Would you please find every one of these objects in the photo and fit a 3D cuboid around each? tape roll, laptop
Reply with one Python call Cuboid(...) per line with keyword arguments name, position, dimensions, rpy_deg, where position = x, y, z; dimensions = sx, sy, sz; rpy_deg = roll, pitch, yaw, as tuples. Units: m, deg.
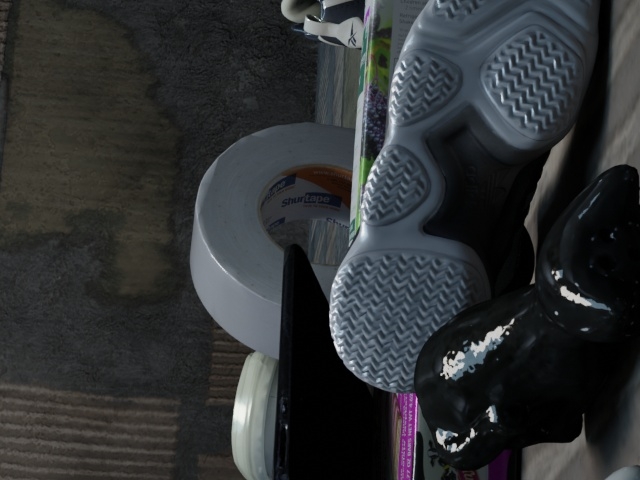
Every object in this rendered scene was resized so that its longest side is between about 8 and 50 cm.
Cuboid(name="tape roll", position=(0.000, 0.000, 1.314), dimensions=(0.072, 0.219, 0.219), rpy_deg=(101, 172, -49))
Cuboid(name="laptop", position=(-0.077, 0.287, 1.171), dimensions=(0.382, 0.236, 0.408), rpy_deg=(67, -160, -49))

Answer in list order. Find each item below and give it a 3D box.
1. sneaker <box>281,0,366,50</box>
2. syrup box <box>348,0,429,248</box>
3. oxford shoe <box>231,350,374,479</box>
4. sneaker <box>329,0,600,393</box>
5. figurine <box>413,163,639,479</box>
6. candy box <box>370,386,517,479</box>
Cuboid(name="sneaker", position=(0.026, -0.287, 1.701), dimensions=(0.094, 0.153, 0.235), rpy_deg=(101, 172, -47))
Cuboid(name="syrup box", position=(0.077, -0.103, 1.201), dimensions=(0.093, 0.096, 0.236), rpy_deg=(134, 139, -84))
Cuboid(name="oxford shoe", position=(0.022, 0.208, 1.515), dimensions=(0.449, 0.130, 0.169), rpy_deg=(61, -146, -70))
Cuboid(name="sneaker", position=(0.090, -0.044, 0.895), dimensions=(0.268, 0.101, 0.153), rpy_deg=(-68, -14, 4))
Cuboid(name="figurine", position=(0.107, 0.101, 0.685), dimensions=(0.209, 0.092, 0.214), rpy_deg=(111, 162, -62))
Cuboid(name="candy box", position=(0.081, 0.133, 1.071), dimensions=(0.233, 0.071, 0.159), rpy_deg=(110, 163, -78))
